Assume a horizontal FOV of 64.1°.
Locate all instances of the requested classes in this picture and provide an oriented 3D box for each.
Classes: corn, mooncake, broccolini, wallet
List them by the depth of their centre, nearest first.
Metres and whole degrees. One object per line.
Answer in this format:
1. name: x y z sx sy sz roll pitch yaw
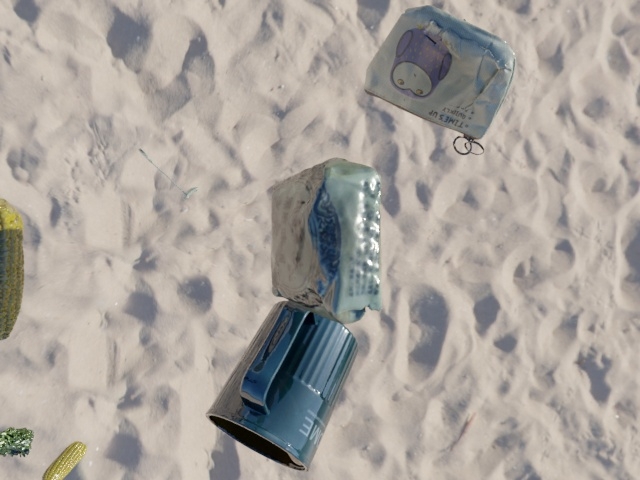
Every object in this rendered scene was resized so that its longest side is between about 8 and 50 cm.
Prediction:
1. broccolini: -0.542 0.300 0.759 0.051 0.054 0.239 -52 143 3
2. mooncake: -0.005 -0.001 0.848 0.136 0.250 0.255 0 91 -27
3. corn: -0.464 0.404 0.927 0.037 0.092 0.037 8 118 16
4. corn: -0.644 0.068 1.001 0.119 0.119 0.322 15 111 -18
5. wallet: 0.269 -0.361 1.142 0.335 0.275 0.068 27 49 4

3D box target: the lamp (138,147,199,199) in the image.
1. lamp: -0.446 -0.204 1.494 0.056 0.050 0.198 -46 109 -9

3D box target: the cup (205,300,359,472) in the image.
1. cup: -0.085 0.288 1.100 0.308 0.242 0.292 54 53 -33
